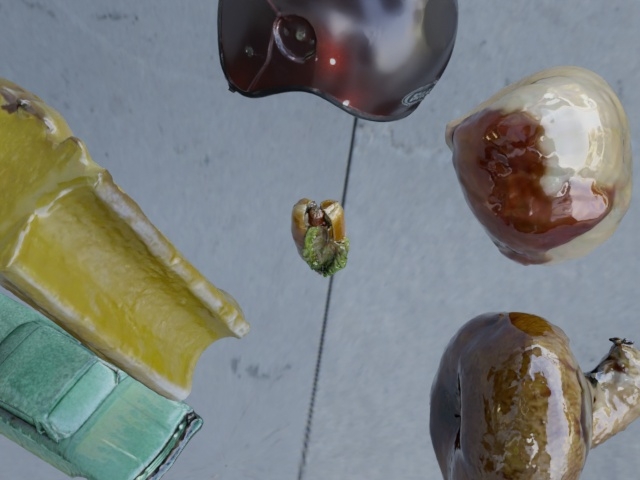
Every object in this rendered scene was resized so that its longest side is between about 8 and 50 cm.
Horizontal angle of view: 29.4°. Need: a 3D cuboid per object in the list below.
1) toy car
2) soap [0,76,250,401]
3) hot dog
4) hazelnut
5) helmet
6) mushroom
[{"bbox_3d":[-0.292,0.172,1.349,0.320,0.097,0.141,25,60,28],"label":"toy car"},{"bbox_3d":[-0.223,-0.008,1.066,0.259,0.281,0.143,34,81,38],"label":"soap"},{"bbox_3d":[0.000,0.000,1.178,0.056,0.133,0.041,0,64,2],"label":"hot dog"},{"bbox_3d":[0.269,-0.106,1.527,0.241,0.261,0.261,8,78,25],"label":"hazelnut"},{"bbox_3d":[0.020,-0.205,1.076,0.216,0.193,0.189,51,41,7],"label":"helmet"},{"bbox_3d":[0.229,0.203,1.336,0.254,0.267,0.267,10,78,16],"label":"mushroom"}]
